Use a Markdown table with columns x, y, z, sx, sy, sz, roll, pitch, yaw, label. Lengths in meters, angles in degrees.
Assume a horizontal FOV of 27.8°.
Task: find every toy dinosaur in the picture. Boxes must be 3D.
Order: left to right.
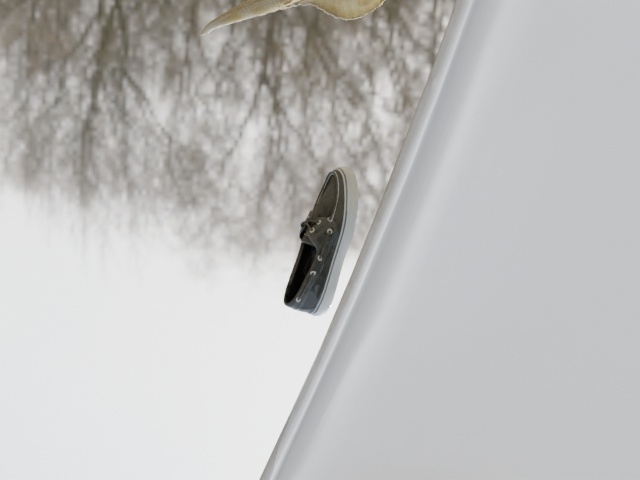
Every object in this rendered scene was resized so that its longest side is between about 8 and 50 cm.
| x | y | z | sx | sy | sz | roll | pitch | yaw | label |
| --- | --- | --- | --- | --- | --- | --- | --- | --- | --- |
| 0.007 | -0.174 | 0.808 | 0.183 | 0.093 | 0.053 | -20 | -135 | -3 | toy dinosaur |

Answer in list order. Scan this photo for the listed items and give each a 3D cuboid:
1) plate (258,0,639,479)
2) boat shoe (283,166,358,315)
| x | y | z | sx | sy | sz | roll | pitch | yaw | label |
| --- | --- | --- | --- | --- | --- | --- | --- | --- | --- |
| 0.127 | 0.012 | 0.460 | 0.278 | 0.277 | 0.045 | 14 | -164 | -29 | plate |
| 0.000 | 0.000 | 1.197 | 0.040 | 0.142 | 0.049 | 10 | -175 | -30 | boat shoe |
